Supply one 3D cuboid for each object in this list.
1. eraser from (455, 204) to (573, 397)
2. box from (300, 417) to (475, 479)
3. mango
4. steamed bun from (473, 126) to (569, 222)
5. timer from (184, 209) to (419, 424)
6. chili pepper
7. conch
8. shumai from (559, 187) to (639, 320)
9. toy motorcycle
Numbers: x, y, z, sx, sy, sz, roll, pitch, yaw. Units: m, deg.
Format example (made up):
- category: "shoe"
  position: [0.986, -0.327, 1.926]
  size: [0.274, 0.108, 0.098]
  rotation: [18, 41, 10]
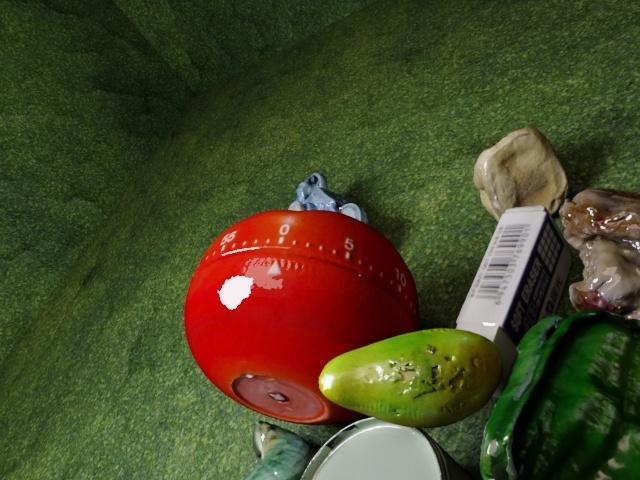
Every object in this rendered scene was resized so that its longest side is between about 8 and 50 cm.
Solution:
- category: "eraser"
  position: [0.292, 0.089, 0.899]
  size: [0.081, 0.124, 0.279]
  rotation: [-3, 48, 47]
- category: "box"
  position: [0.091, 0.361, 0.759]
  size: [0.226, 0.149, 0.226]
  rotation: [-29, 34, 21]
- category: "mango"
  position: [0.115, 0.175, 0.749]
  size: [0.233, 0.111, 0.125]
  rotation: [-8, 10, -2]
- category: "steamed bun"
  position: [0.348, -0.116, 1.085]
  size: [0.141, 0.172, 0.155]
  rotation: [-29, 14, 1]
- category: "timer"
  position: [-0.031, 0.131, 0.958]
  size: [0.378, 0.378, 0.279]
  rotation: [-18, 42, 34]
- category: "chili pepper"
  position: [0.279, 0.252, 0.669]
  size: [0.385, 0.213, 0.167]
  rotation: [-60, -8, -36]
- category: "conch"
  position: [-0.077, 0.386, 0.943]
  size: [0.176, 0.122, 0.188]
  rotation: [-38, 22, 49]
- category: "shumai"
  position: [0.443, 0.032, 0.824]
  size: [0.184, 0.218, 0.185]
  rotation: [-124, 41, -70]
- category: "toy motorcycle"
  position: [-0.018, -0.010, 1.309]
  size: [0.241, 0.182, 0.319]
  rotation: [-42, 32, -1]
